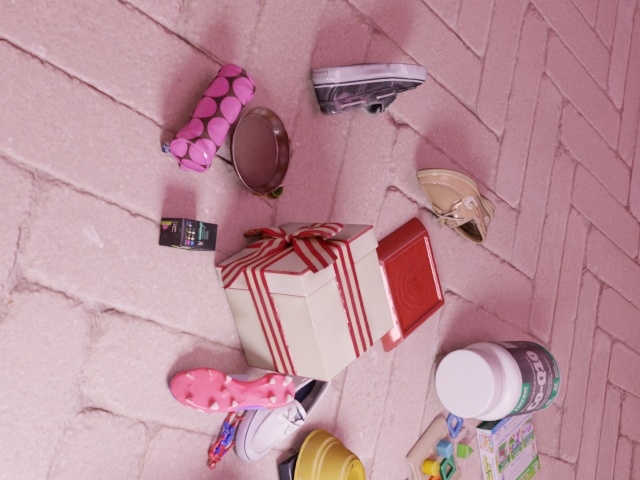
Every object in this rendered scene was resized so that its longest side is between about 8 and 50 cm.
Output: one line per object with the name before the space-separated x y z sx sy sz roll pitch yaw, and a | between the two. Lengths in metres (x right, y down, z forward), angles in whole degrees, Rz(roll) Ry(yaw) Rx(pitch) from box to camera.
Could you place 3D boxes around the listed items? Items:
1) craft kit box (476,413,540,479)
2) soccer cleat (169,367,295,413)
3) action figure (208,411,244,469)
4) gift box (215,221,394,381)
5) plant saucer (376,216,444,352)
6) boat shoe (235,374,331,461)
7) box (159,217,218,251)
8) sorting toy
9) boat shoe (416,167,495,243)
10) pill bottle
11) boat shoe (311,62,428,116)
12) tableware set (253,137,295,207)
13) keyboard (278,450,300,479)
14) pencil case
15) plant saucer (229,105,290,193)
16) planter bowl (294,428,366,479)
craft kit box | 0.549 0.605 2.337 0.250 0.061 0.246 -22 103 -47
soccer cleat | -0.166 0.282 1.499 0.248 0.095 0.083 5 71 -28
action figure | -0.181 0.379 1.522 0.038 0.030 0.115 53 54 -40
gift box | -0.032 0.102 1.530 0.276 0.255 0.258 -34 117 -48
plant saucer | 0.214 0.105 1.968 0.259 0.048 0.258 -32 112 -44
boat shoe | -0.069 0.338 1.606 0.258 0.084 0.095 -50 125 -37
box | -0.236 -0.010 1.439 0.083 0.062 0.052 10 83 -48
sorting toy | 0.302 0.582 2.057 0.348 0.047 0.196 -40 118 -42
boat shoe | 0.354 -0.087 2.074 0.341 0.121 0.110 29 67 -46
pill bottle | 0.473 0.370 2.140 0.361 0.204 0.204 6 85 -49
boat shoe | 0.111 -0.341 1.824 0.335 0.121 0.119 -13 107 -37
tableware set | -0.095 -0.152 1.634 0.104 0.024 0.154 41 60 -40
keyboard | -0.041 0.602 1.652 0.201 0.033 0.317 -16 98 -55
pencil case | -0.197 -0.222 1.471 0.095 0.098 0.209 27 61 3
plant saucer | -0.121 -0.174 1.560 0.168 0.029 0.168 -4 95 -54
planter bowl | 0.036 0.506 1.685 0.217 0.090 0.217 17 70 -59
